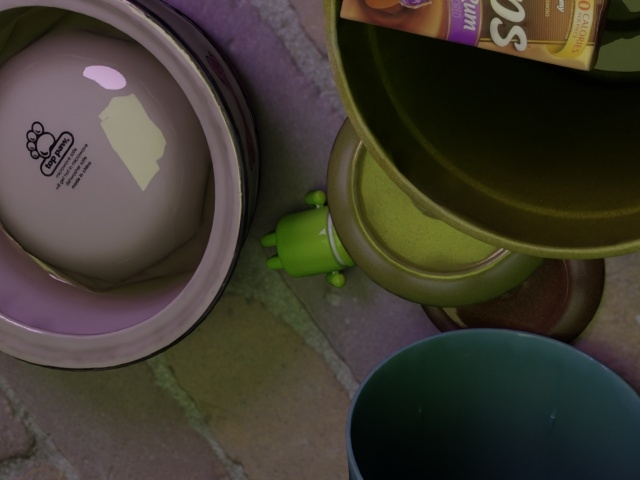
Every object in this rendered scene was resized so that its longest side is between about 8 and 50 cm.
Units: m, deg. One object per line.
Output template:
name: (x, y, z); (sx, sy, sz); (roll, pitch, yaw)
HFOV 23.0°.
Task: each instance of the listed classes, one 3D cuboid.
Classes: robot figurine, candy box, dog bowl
robot figurine: (0.000, 0.000, 1.597); (0.115, 0.067, 0.101); (-12, 94, 21)
candy box: (0.115, -0.195, 1.119); (0.187, 0.053, 0.109); (14, 110, 12)
dog bowl: (-0.242, -0.081, 1.607); (0.408, 0.150, 0.408); (6, 109, 17)

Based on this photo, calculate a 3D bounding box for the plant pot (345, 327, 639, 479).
plant pot: (0.163, 0.268, 1.519); (0.293, 0.293, 0.235); (16, 133, 13)

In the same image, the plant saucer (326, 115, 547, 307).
plant saucer: (0.121, -0.054, 1.518); (0.241, 0.037, 0.241); (0, 90, 11)

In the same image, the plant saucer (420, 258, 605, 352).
plant saucer: (0.181, 0.033, 1.566); (0.199, 0.036, 0.198); (6, 109, 16)

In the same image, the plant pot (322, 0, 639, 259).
plant pot: (0.227, -0.209, 1.299); (0.367, 0.353, 0.366); (5, 108, 16)
